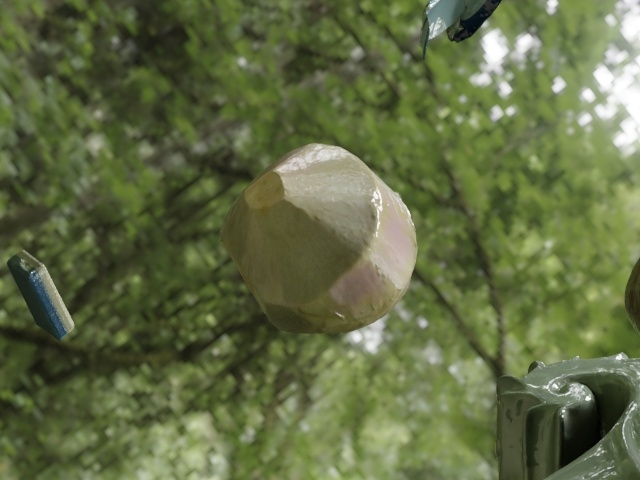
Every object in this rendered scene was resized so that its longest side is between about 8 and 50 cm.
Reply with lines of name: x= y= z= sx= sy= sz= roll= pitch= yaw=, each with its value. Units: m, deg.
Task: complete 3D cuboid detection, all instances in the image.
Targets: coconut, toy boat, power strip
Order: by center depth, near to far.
coconut: x=0.000 y=0.000 z=1.886 sx=0.237 sy=0.197 sz=0.237 roll=55 pitch=11 yaw=-16
toy boat: x=0.187 y=-0.320 z=1.956 sx=0.070 sy=0.210 sz=0.291 roll=31 pitch=17 yaw=9
power strip: x=-0.365 y=0.070 z=2.138 sx=0.056 sy=0.032 sz=0.123 roll=27 pitch=-32 yaw=42

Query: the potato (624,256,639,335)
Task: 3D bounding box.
potato: x=0.547 y=0.094 z=2.411 sx=0.195 sy=0.176 sz=0.369 roll=63 pitch=-5 yaw=-12

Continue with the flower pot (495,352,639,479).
flower pot: x=0.322 y=0.256 z=1.758 sx=0.367 sy=0.254 sz=0.165 roll=-89 pitch=177 yaw=-67
